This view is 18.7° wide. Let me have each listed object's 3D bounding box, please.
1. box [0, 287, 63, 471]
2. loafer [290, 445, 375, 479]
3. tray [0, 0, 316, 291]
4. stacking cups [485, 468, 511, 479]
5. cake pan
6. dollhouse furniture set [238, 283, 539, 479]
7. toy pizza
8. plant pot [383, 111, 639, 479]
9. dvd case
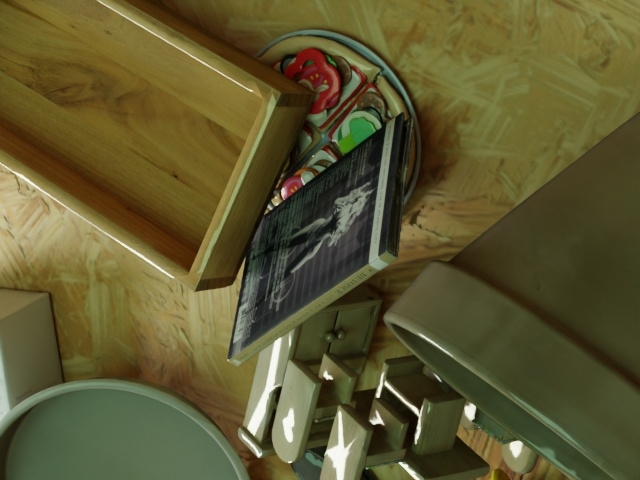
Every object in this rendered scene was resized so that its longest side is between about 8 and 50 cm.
[{"bbox_3d":[-0.351,0.144,2.055,0.130,0.091,0.170,5,110,31],"label":"box"},{"bbox_3d":[0.029,0.262,1.884,0.170,0.061,0.062,43,125,12],"label":"loafer"},{"bbox_3d":[-0.216,-0.142,1.840,0.411,0.076,0.203,32,108,25],"label":"tray"},{"bbox_3d":[0.043,0.316,1.812,0.316,0.096,0.096,-25,93,14],"label":"stacking cups"},{"bbox_3d":[-0.205,0.264,1.977,0.293,0.054,0.293,3,111,7],"label":"cake pan"},{"bbox_3d":[0.046,0.166,1.757,0.242,0.212,0.161,40,126,44],"label":"dollhouse furniture set"},{"bbox_3d":[0.000,-0.094,1.792,0.201,0.032,0.201,11,112,28],"label":"toy pizza"},{"bbox_3d":[0.257,0.050,1.515,0.323,0.323,0.280,35,84,16],"label":"plant pot"},{"bbox_3d":[0.000,0.000,1.719,0.018,0.164,0.221,32,135,-25],"label":"dvd case"}]
